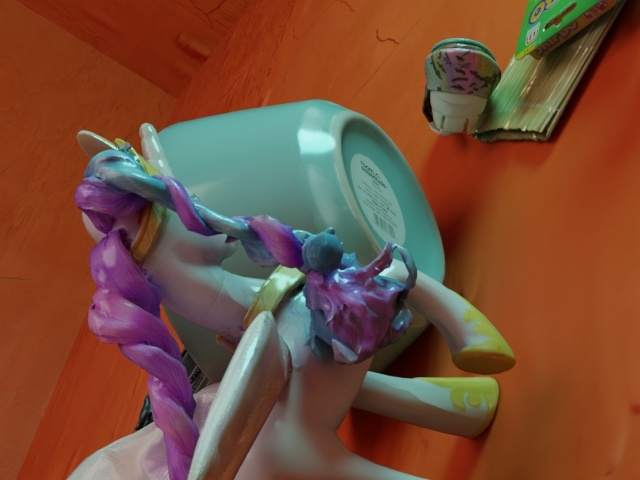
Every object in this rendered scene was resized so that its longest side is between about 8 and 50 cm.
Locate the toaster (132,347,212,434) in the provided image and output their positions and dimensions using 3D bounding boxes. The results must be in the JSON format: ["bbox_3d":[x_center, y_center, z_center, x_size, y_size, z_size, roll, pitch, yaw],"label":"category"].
[{"bbox_3d":[-0.085,0.163,1.028,0.227,0.146,0.129,-58,17,2],"label":"toaster"}]

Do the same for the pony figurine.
[{"bbox_3d":[-0.033,0.123,0.603,0.303,0.363,0.351,-39,27,45],"label":"pony figurine"}]

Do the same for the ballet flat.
[{"bbox_3d":[0.135,-0.145,1.010,0.221,0.076,0.079,-19,-59,-87],"label":"ballet flat"}]

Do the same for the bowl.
[{"bbox_3d":[0.000,0.000,0.898,0.163,0.311,0.312,-26,32,24],"label":"bowl"}]

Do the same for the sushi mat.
[{"bbox_3d":[0.254,-0.233,0.955,0.317,0.019,0.151,-60,17,-3],"label":"sushi mat"}]

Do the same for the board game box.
[{"bbox_3d":[0.255,-0.282,0.944,0.124,0.039,0.260,-34,27,54],"label":"board game box"}]
